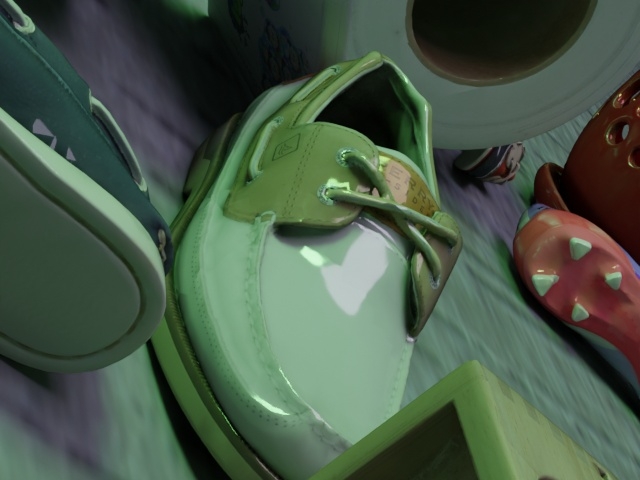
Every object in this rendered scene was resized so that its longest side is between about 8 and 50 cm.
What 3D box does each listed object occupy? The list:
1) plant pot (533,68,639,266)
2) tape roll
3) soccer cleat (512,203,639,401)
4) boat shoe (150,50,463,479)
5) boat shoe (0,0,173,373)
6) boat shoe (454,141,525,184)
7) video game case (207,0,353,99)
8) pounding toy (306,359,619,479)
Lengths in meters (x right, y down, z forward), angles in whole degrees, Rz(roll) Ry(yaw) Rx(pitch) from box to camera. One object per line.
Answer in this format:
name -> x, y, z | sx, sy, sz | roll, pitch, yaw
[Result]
plant pot -> 0.282, -0.037, 1.371 | 0.191, 0.174, 0.191 | 44, 20, -20
tape roll -> 0.099, -0.206, 1.146 | 0.246, 0.246, 0.169 | 37, 23, -38
soccer cleat -> 0.231, 0.067, 1.206 | 0.248, 0.083, 0.095 | 42, 15, -18
boat shoe -> 0.000, 0.000, 0.723 | 0.113, 0.103, 0.302 | 43, 19, -24
boat shoe -> -0.137, -0.063, 0.529 | 0.254, 0.095, 0.079 | 43, 21, -27
boat shoe -> 0.133, -0.064, 1.275 | 0.043, 0.049, 0.137 | 52, 13, -4
video game case -> -0.025, -0.127, 0.900 | 0.157, 0.019, 0.143 | 98, -31, -55
pounding toy -> 0.066, 0.141, 0.476 | 0.094, 0.181, 0.206 | 40, 21, -31
